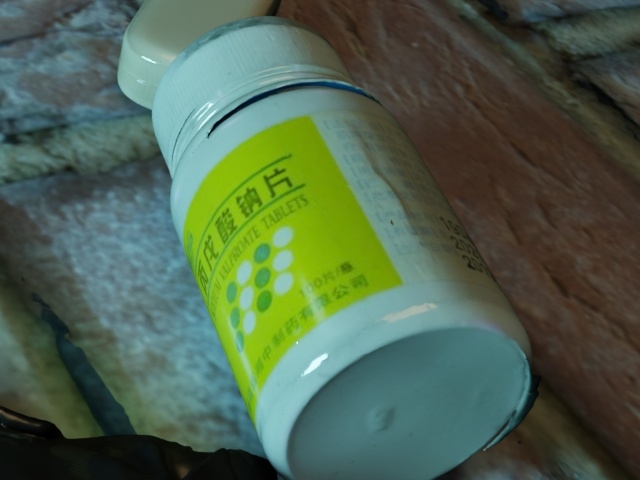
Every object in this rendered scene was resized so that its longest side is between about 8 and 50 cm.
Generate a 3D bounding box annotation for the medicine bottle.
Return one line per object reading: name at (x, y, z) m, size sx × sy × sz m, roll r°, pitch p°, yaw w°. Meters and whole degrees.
medicine bottle at (0.000, 0.000, 0.730) m, size 0.143 × 0.143 × 0.258 m, roll -3°, pitch 43°, yaw -23°

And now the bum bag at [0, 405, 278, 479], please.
bum bag at (-0.149, 0.118, 0.589) m, size 0.310 × 0.074 × 0.137 m, roll 13°, pitch 27°, yaw -14°

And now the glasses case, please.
glasses case at (-0.080, -0.156, 0.953) m, size 0.083 × 0.050 × 0.196 m, roll 21°, pitch 40°, yaw 1°
